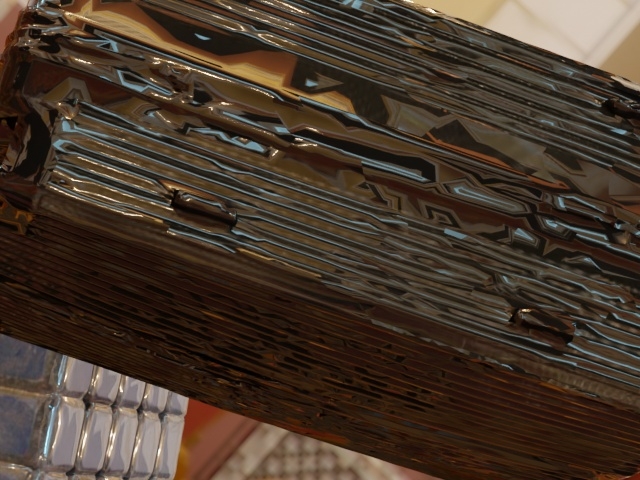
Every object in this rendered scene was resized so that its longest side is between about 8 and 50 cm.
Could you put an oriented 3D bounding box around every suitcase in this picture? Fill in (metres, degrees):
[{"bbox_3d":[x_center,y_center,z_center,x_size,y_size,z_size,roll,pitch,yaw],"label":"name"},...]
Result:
[{"bbox_3d":[0.000,0.000,0.815,0.335,0.152,0.229,19,-19,-8],"label":"suitcase"}]

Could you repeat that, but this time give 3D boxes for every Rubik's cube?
[{"bbox_3d":[-0.241,0.153,1.220,0.237,0.237,0.238,7,-6,18],"label":"Rubik's cube"}]
